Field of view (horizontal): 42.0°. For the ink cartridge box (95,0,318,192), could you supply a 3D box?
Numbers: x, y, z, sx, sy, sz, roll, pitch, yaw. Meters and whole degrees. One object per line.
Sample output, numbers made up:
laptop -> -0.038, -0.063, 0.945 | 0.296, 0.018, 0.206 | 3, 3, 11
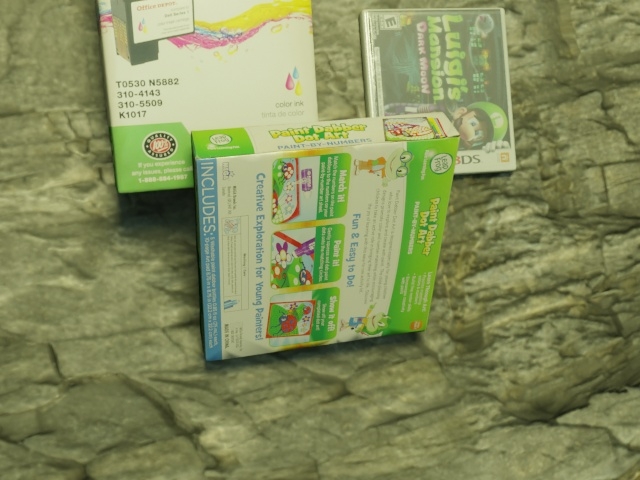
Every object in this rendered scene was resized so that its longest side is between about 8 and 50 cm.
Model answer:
ink cartridge box -> -0.115, -0.197, 0.822 | 0.201, 0.117, 0.278 | -6, 100, -13

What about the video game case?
video game case -> 0.135, -0.169, 0.949 | 0.173, 0.022, 0.190 | -4, 90, -13

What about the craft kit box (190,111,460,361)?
craft kit box -> 0.000, 0.000, 0.828 | 0.246, 0.061, 0.250 | -4, 128, -11
